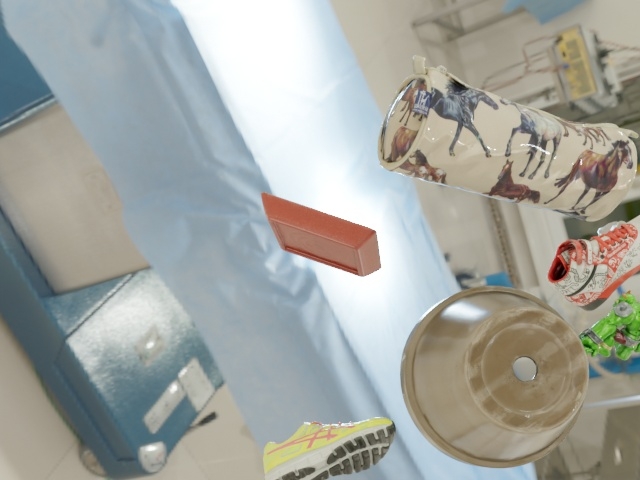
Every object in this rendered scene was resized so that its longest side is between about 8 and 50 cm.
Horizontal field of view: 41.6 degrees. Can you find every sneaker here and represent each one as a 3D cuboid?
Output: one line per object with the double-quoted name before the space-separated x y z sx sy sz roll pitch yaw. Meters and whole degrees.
"sneaker" 0.599 0.020 1.773 0.145 0.270 0.090 30 20 -25
"sneaker" 0.008 0.295 1.232 0.094 0.208 0.082 -118 -167 -49

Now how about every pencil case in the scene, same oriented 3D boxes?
"pencil case" 0.308 -0.156 1.368 0.410 0.184 0.160 13 21 -15

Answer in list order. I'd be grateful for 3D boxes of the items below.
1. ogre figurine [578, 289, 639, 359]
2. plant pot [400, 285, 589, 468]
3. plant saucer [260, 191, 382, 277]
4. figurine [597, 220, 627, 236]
"ogre figurine" 0.561 0.161 1.536 0.197 0.118 0.097 18 32 -21
"plant pot" 0.303 0.217 1.385 0.280 0.323 0.323 87 -7 -78
"plant saucer" 0.000 0.000 1.824 0.258 0.259 0.048 72 39 -69
"figurine" 0.744 0.018 1.951 0.092 0.214 0.209 -68 168 11
